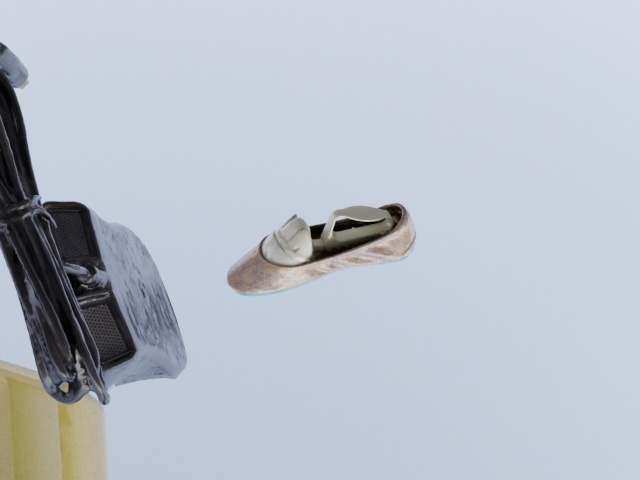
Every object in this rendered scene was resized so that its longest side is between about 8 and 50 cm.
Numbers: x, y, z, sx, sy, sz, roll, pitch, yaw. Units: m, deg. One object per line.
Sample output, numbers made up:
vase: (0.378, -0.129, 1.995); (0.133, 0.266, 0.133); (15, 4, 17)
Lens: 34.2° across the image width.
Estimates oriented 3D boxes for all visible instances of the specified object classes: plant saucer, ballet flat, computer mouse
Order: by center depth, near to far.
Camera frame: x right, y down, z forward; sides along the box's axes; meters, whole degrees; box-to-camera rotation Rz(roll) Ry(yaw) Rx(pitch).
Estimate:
computer mouse: (-0.140, -0.002, 0.536); (0.060, 0.262, 0.184); (-22, -94, 0)
plant saucer: (-0.335, 0.296, 1.224); (0.081, 0.333, 0.332); (-7, -84, -38)
ballet flat: (0.000, 0.000, 1.648); (0.316, 0.106, 0.107); (-15, -135, -14)
